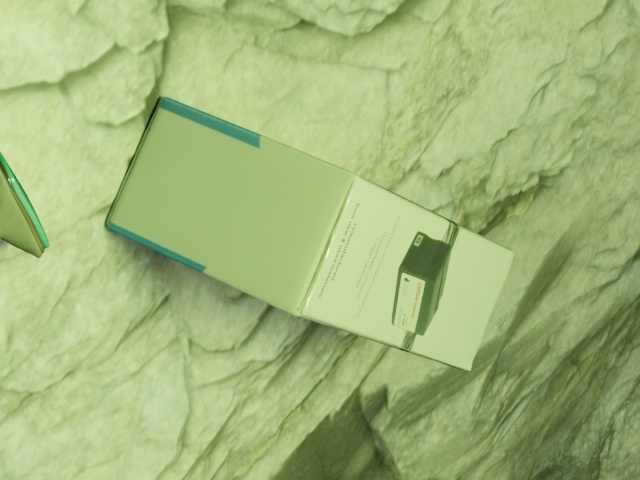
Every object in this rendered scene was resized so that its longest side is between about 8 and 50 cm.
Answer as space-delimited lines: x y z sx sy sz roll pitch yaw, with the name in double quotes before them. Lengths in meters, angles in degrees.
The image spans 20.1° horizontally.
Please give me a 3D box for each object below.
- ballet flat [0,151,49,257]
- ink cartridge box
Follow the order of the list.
"ballet flat" -0.266 -0.062 1.353 0.068 0.072 0.213 -24 133 -10
"ink cartridge box" 0.000 0.000 1.603 0.307 0.223 0.129 23 90 -57
